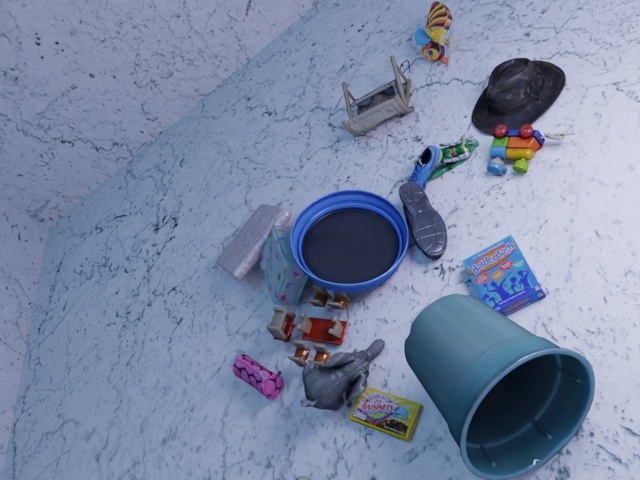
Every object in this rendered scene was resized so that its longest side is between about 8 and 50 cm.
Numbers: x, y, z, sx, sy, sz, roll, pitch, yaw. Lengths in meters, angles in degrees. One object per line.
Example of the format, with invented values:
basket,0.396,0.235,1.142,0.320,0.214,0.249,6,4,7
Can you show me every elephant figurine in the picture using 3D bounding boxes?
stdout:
elephant figurine,0.071,0.382,1.652,0.239,0.169,0.186,-36,38,17

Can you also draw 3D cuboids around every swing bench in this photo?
swing bench,0.231,-0.559,2.297,0.253,0.165,0.254,-20,52,28

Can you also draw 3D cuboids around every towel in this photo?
towel,-0.275,-0.001,2.308,0.331,0.053,0.317,-53,23,-9

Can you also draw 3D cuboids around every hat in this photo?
hat,0.643,-0.519,1.916,0.331,0.134,0.331,-23,46,26

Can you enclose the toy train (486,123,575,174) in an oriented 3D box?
toy train,0.638,-0.271,1.749,0.248,0.105,0.143,12,77,46

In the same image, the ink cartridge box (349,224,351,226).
ink cartridge box,0.000,0.000,2.063,0.232,0.066,0.189,28,79,45

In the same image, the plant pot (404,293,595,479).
plant pot,0.384,0.311,1.338,0.341,0.341,0.334,-46,31,2

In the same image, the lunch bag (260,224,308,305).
lunch bag,-0.133,0.091,2.066,0.279,0.108,0.224,-115,36,-51

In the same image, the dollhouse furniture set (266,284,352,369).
dollhouse furniture set,-0.034,0.292,1.883,0.259,0.135,0.262,3,60,30

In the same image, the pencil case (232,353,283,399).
pencil case,-0.215,0.449,1.906,0.209,0.098,0.095,14,68,47

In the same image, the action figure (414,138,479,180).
action figure,0.438,-0.292,1.963,0.232,0.063,0.137,-24,56,30

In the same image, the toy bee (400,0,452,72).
toy bee,0.467,-0.796,2.307,0.162,0.298,0.195,37,47,24

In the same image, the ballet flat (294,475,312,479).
ballet flat,-0.060,0.766,1.531,0.086,0.086,0.248,-9,52,37

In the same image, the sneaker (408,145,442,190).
sneaker,0.337,-0.229,1.940,0.069,0.082,0.209,39,113,31

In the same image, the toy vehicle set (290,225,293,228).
toy vehicle set,-0.037,0.006,2.161,0.166,0.035,0.267,-48,40,-1

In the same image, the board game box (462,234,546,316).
board game box,0.507,0.103,1.589,0.160,0.047,0.210,-32,41,18

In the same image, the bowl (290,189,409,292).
bowl,0.096,0.002,1.892,0.391,0.077,0.391,-4,54,5

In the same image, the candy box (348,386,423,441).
candy box,0.180,0.479,1.587,0.206,0.027,0.105,5,58,43

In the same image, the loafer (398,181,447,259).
loafer,0.335,-0.056,1.857,0.109,0.095,0.302,-14,55,-4
